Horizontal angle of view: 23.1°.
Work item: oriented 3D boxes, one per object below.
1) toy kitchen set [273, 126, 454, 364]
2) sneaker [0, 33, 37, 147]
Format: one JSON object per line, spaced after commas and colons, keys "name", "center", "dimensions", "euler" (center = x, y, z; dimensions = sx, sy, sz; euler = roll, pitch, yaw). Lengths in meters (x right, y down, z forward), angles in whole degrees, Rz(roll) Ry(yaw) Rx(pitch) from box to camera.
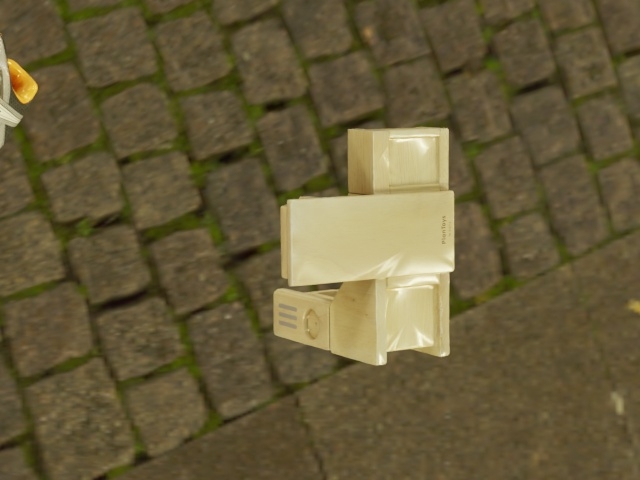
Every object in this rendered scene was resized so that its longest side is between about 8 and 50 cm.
{"name": "toy kitchen set", "center": [0.000, 0.000, 0.578], "dimensions": [0.068, 0.075, 0.083], "euler": [-4, 98, -31]}
{"name": "sneaker", "center": [-0.223, -0.106, 0.882], "dimensions": [0.084, 0.215, 0.083], "euler": [41, 79, 16]}
